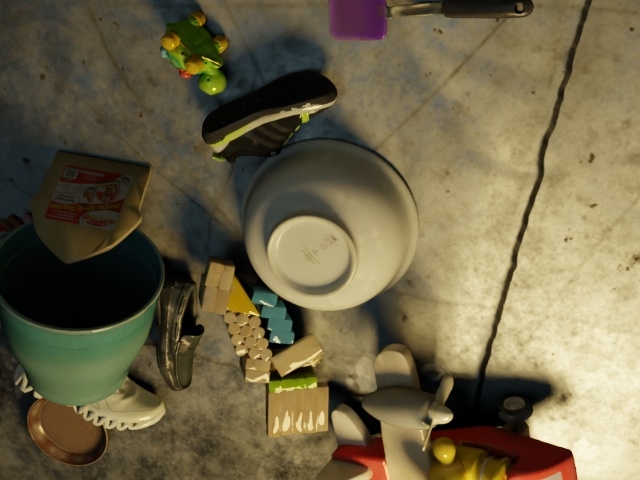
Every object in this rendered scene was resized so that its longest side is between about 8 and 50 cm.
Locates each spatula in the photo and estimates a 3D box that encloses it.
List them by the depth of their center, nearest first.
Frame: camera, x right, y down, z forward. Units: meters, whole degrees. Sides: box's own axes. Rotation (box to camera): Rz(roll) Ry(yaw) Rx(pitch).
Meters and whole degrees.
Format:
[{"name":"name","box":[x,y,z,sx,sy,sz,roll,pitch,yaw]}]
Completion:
[{"name":"spatula","box":[0.153,-0.330,1.306,0.296,0.030,0.084,1,112,14]}]

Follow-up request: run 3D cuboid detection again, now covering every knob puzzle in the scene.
[{"name":"knob puzzle","box":[-0.384,-0.045,1.505,0.213,0.213,0.030,11,154,9]}]

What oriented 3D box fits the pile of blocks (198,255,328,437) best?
[{"name":"pile of blocks","box":[-0.091,0.167,1.566,0.149,0.112,0.362,-27,108,-4]}]

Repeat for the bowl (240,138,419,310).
[{"name":"bowl","box":[0.000,0.000,1.442,0.298,0.134,0.297,6,116,11]}]

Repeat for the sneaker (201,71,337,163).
[{"name":"sneaker","box":[-0.072,-0.184,1.419,0.235,0.084,0.097,-16,134,21]}]

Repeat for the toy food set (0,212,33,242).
[{"name":"toy food set","box":[-0.532,-0.015,1.631,0.122,0.019,0.078,9,116,18]}]

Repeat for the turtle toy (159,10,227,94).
[{"name":"turtle toy","box":[-0.190,-0.278,1.388,0.130,0.095,0.066,47,138,-9]}]

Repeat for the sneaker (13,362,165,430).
[{"name":"sneaker","box":[-0.421,0.257,1.687,0.292,0.110,0.118,21,109,3]}]

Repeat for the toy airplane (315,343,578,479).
[{"name":"toy airplane","box":[0.169,0.395,1.506,0.386,0.272,0.384,35,118,-4]}]

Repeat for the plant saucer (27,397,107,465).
[{"name":"plant saucer","box":[-0.490,0.365,1.791,0.168,0.029,0.168,6,115,12]}]

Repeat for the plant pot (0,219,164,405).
[{"name":"plant pot","box":[-0.411,0.135,1.545,0.272,0.271,0.255,19,131,5]}]

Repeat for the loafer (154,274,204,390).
[{"name":"loafer","box":[-0.244,0.168,1.611,0.078,0.076,0.223,7,112,19]}]
